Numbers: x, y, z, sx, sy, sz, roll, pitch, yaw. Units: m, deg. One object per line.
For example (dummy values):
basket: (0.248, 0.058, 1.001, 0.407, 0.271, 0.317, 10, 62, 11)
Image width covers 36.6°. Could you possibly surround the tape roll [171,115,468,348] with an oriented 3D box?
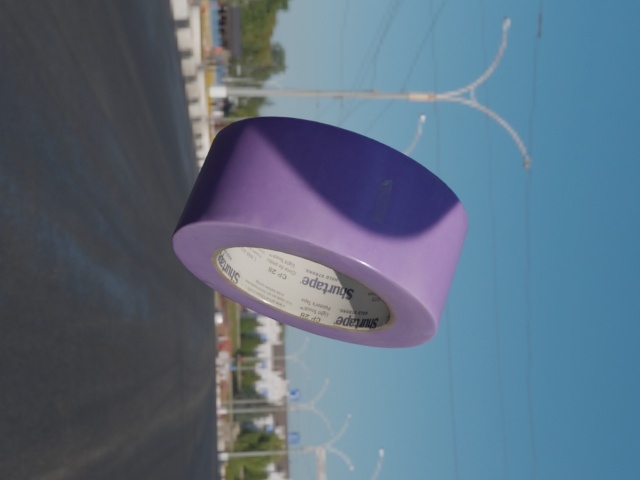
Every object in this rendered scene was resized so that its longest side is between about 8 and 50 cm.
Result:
tape roll: (0.000, 0.000, 0.661, 0.189, 0.189, 0.080, 103, 6, -68)
